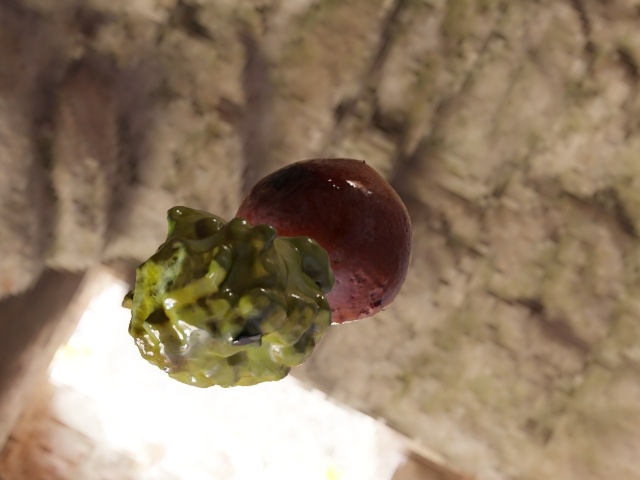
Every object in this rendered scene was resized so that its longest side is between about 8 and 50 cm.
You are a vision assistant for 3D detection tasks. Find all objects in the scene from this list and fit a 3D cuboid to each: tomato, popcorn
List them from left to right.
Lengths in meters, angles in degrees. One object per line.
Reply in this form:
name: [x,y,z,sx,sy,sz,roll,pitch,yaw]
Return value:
popcorn: [-0.071,0.047,1.491,0.173,0.173,0.142,120,169,-58]
tomato: [0.000,0.000,2.153,0.208,0.208,0.184,-87,-10,-87]
